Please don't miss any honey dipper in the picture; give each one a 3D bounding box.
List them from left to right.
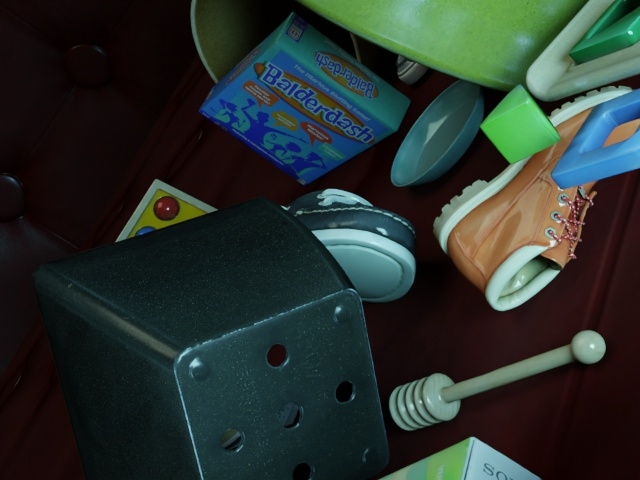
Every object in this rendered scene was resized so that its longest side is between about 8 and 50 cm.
[{"bbox_3d":[0.100,0.082,0.591,0.160,0.030,0.030,-30,30,49],"label":"honey dipper"}]

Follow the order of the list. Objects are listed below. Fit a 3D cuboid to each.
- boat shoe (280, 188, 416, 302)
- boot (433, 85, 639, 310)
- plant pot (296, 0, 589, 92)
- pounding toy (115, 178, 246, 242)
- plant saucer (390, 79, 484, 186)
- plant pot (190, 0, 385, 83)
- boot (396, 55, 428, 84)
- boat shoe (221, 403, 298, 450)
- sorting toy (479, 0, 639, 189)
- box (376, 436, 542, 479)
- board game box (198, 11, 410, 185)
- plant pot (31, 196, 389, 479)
[{"bbox_3d":[0.000,0.000,0.866,0.302,0.114,0.091,-16,48,63],"label":"boat shoe"},{"bbox_3d":[0.150,-0.024,0.629,0.158,0.059,0.085,-44,39,17],"label":"boot"},{"bbox_3d":[0.132,-0.312,0.746,0.366,0.366,0.353,-100,31,-66],"label":"plant pot"},{"bbox_3d":[-0.184,-0.010,1.369,0.130,0.141,0.100,-61,-10,-17],"label":"pounding toy"},{"bbox_3d":[0.108,-0.092,0.900,0.119,0.021,0.119,-49,18,21],"label":"plant saucer"},{"bbox_3d":[0.007,-0.301,1.277,0.237,0.237,0.254,-34,12,50],"label":"plant pot"},{"bbox_3d":[0.102,-0.260,1.119,0.069,0.086,0.190,-34,27,50],"label":"boot"},{"bbox_3d":[-0.131,0.170,0.930,0.302,0.094,0.109,-37,25,45],"label":"boat shoe"},{"bbox_3d":[0.219,-0.165,0.580,0.348,0.047,0.196,-47,17,-16],"label":"sorting toy"},{"bbox_3d":[-0.023,0.259,0.542,0.322,0.058,0.232,-37,25,43],"label":"box"},{"bbox_3d":[-0.023,-0.149,1.125,0.210,0.160,0.047,-27,33,58],"label":"board game box"},{"bbox_3d":[-0.058,0.091,0.671,0.187,0.188,0.167,-19,17,-27],"label":"plant pot"}]
